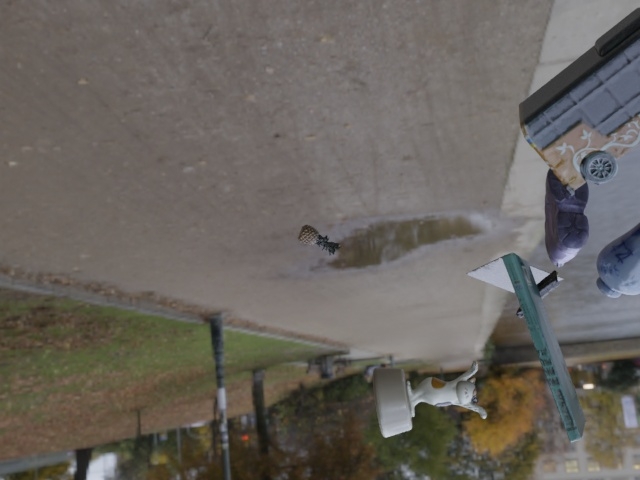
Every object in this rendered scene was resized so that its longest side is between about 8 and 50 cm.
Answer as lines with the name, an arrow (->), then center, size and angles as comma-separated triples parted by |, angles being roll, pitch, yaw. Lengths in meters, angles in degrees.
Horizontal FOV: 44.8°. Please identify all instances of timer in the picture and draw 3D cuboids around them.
timer -> 0.275, 0.390, 1.955 | 0.266, 0.175, 0.175 | -10, 169, 7

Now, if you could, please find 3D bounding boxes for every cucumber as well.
cucumber -> 0.493, 0.121, 1.765 | 0.135, 0.034, 0.033 | -39, 144, 1

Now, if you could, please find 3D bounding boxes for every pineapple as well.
pineapple -> 0.000, 0.000, 2.202 | 0.124, 0.058, 0.058 | 24, 164, -8

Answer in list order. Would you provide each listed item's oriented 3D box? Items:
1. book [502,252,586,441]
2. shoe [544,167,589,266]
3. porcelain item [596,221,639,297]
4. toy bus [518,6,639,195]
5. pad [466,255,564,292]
book -> 0.469, 0.213, 1.601 | 0.031, 0.379, 0.264 | -21, 167, 19
shoe -> 0.571, -0.059, 1.833 | 0.095, 0.245, 0.137 | 5, 149, -1
porcelain item -> 0.740, 0.029, 1.799 | 0.141, 0.141, 0.259 | 0, 137, -27
toy bus -> 0.447, -0.218, 1.170 | 0.275, 0.167, 0.138 | -38, -168, 26
pad -> 0.467, 0.087, 1.886 | 0.158, 0.003, 0.235 | 21, 164, -6
